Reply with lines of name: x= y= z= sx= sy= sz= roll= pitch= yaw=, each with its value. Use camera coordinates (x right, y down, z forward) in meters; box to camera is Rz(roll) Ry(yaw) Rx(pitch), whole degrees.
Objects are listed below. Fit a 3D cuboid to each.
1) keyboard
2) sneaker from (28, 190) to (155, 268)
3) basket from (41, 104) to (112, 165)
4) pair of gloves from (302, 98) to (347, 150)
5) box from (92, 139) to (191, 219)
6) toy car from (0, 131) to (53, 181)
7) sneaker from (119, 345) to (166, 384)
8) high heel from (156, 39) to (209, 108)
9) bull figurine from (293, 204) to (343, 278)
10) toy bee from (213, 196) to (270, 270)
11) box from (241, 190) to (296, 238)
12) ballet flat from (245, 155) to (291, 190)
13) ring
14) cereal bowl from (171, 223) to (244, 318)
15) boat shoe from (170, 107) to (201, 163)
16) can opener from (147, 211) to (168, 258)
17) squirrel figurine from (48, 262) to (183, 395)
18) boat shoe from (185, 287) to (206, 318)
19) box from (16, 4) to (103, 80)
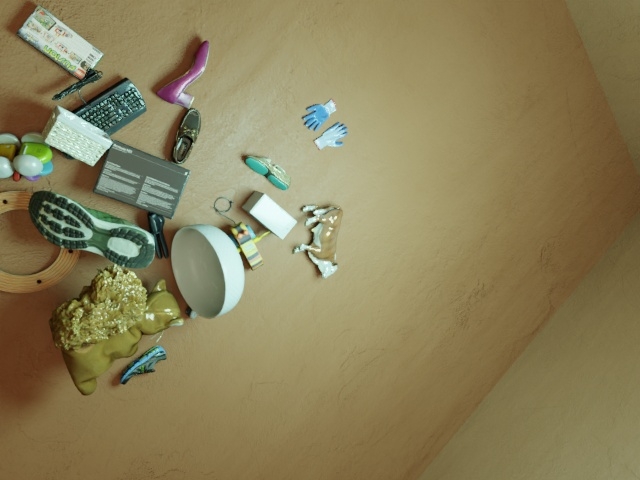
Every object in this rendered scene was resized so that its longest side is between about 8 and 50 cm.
keyboard: x=-0.739 y=-0.421 z=1.438 sx=0.317 sy=0.033 sz=0.201 roll=-40 pitch=126 yaw=-12
sneaker: x=-0.734 y=-0.040 z=1.474 sx=0.411 sy=0.182 sz=0.157 roll=28 pitch=99 yaw=-13
basket: x=-0.756 y=-0.320 z=1.387 sx=0.167 sy=0.113 sz=0.103 roll=30 pitch=98 yaw=-43
pair of gloves: x=0.025 y=-0.458 z=1.798 sx=0.159 sy=0.023 sz=0.198 roll=-35 pitch=112 yaw=-13
box: x=-0.604 y=-0.207 z=1.526 sx=0.262 sy=0.103 sz=0.184 roll=22 pitch=95 yaw=-26
toy car: x=-0.910 y=-0.239 z=1.367 sx=0.182 sy=0.159 sz=0.136 roll=-6 pitch=142 yaw=-10
sneaker: x=-0.659 y=0.475 z=1.668 sx=0.188 sy=0.067 sz=0.078 roll=-36 pitch=107 yaw=-16
high heel: x=-0.464 y=-0.581 z=1.527 sx=0.117 sy=0.082 sz=0.243 roll=19 pitch=101 yaw=-25
bull figurine: x=0.000 y=0.000 z=1.842 sx=0.189 sy=0.101 sz=0.309 roll=7 pitch=99 yaw=-23
toy bee: x=-0.299 y=0.000 z=1.676 sx=0.298 sy=0.162 sz=0.195 roll=41 pitch=85 yaw=-26
box: x=-0.197 y=-0.099 z=1.716 sx=0.170 sy=0.130 sz=0.091 roll=42 pitch=84 yaw=-26
ballet flat: x=-0.197 y=-0.273 z=1.725 sx=0.206 sy=0.073 sz=0.067 roll=38 pitch=57 yaw=-29
ring: x=-0.964 y=0.006 z=1.451 sx=0.337 sy=0.032 sz=0.335 roll=-5 pitch=103 yaw=-24
cereal bowl: x=-0.380 y=0.098 z=1.585 sx=0.141 sy=0.339 sz=0.338 roll=-20 pitch=111 yaw=-45
boat shoe: x=-0.467 y=-0.364 z=1.571 sx=0.073 sy=0.073 sz=0.206 roll=16 pitch=93 yaw=-25
can opener: x=-0.584 y=-0.017 z=1.603 sx=0.059 sy=0.073 sz=0.185 roll=6 pitch=118 yaw=15
squirrel figurine: x=-0.646 y=0.259 z=1.459 sx=0.371 sy=0.280 sz=0.396 roll=-18 pitch=152 yaw=-24
boat shoe: x=-0.470 y=0.229 z=1.713 sx=0.040 sy=0.049 sz=0.142 roll=26 pitch=84 yaw=12
box: x=-0.801 y=-0.605 z=1.387 sx=0.207 sy=0.036 sz=0.114 roll=37 pitch=85 yaw=-26
